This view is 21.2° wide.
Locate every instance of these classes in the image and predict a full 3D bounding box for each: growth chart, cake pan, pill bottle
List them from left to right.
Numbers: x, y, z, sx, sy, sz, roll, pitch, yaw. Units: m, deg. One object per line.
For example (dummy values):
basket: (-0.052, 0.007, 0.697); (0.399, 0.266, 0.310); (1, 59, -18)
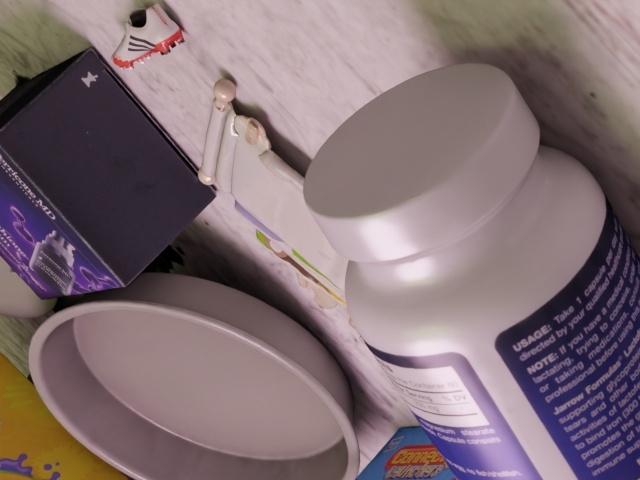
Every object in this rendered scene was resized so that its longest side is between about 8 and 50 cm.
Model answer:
cake pan: (-0.100, 0.128, 1.435); (0.293, 0.054, 0.293); (14, 142, 11)
growth chart: (0.000, 0.000, 1.210); (0.237, 0.021, 0.172); (42, 158, 3)
pill bottle: (0.107, 0.043, 0.939); (0.153, 0.153, 0.265); (11, 141, 52)

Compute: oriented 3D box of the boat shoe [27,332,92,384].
boat shoe: (-0.227, 0.119, 1.615); (0.081, 0.068, 0.228); (55, 155, 9)

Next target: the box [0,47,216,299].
box: (-0.201, -0.047, 1.346); (0.153, 0.108, 0.207); (50, 157, -14)

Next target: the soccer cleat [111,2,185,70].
soccer cleat: (-0.122, -0.139, 1.161); (0.083, 0.029, 0.035); (-9, 116, 58)

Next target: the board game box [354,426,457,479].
board game box: (0.196, 0.270, 1.277); (0.302, 0.086, 0.308); (48, 157, -12)

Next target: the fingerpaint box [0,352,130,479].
fingerpaint box: (-0.346, 0.285, 1.728); (0.445, 0.163, 0.371); (37, 145, 33)

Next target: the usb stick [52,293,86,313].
usb stick: (-0.174, 0.069, 1.586); (0.278, 0.045, 0.077); (4, 131, 57)

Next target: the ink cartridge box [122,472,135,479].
ink cartridge box: (-0.187, 0.377, 1.998); (0.279, 0.160, 0.385); (23, 150, 40)

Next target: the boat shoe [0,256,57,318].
boat shoe: (-0.278, -0.002, 1.600); (0.079, 0.081, 0.227); (9, 150, -5)
